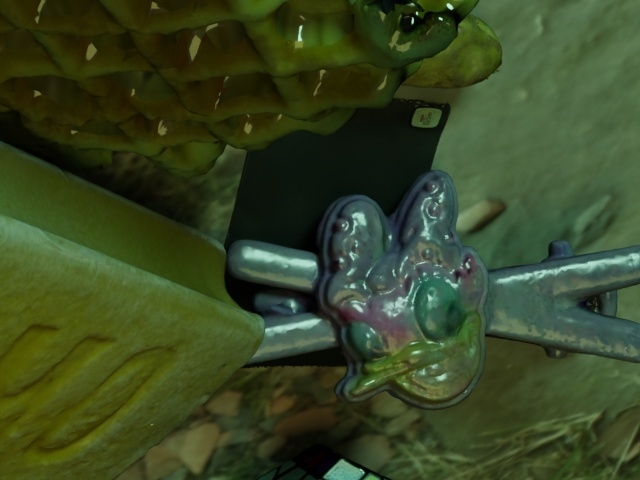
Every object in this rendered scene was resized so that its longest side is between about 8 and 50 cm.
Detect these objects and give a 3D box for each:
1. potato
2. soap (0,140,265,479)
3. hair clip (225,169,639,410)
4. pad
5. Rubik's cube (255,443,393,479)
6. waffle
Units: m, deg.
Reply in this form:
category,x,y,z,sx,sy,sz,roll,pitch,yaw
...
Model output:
category,x,y,z,sx,sy,sz,roll,pitch,yaw
potato,0.058,-0.103,0.778,0.092,0.045,0.046,3,125,-27
soap,-0.166,0.043,0.705,0.173,0.089,0.274,-42,150,13
hair clip,0.084,0.028,0.855,0.279,0.090,0.137,1,91,-27
pad,0.000,0.000,0.860,0.116,0.004,0.193,2,124,-22
Rubik's cube,0.007,0.195,0.935,0.112,0.133,0.133,0,130,13
waffle,-0.103,-0.097,0.623,0.297,0.073,0.317,9,162,-29
